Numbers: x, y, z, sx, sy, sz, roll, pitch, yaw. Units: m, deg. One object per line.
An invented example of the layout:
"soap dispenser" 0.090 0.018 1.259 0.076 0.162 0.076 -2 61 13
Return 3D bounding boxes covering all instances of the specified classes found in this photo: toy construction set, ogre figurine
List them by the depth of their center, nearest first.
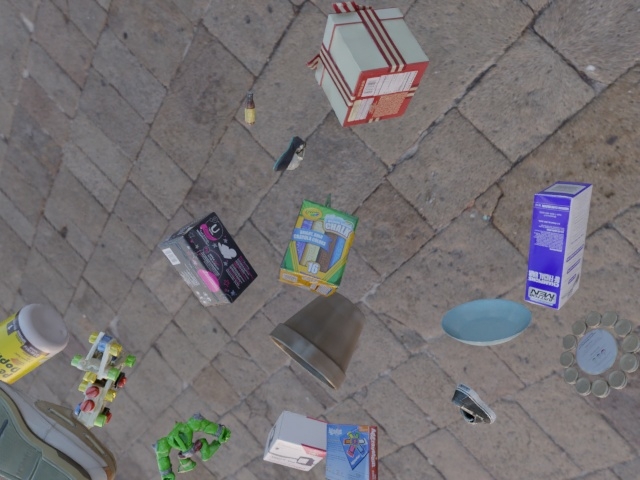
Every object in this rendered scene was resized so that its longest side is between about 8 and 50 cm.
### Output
"ogre figurine" -0.345 0.532 1.142 0.197 0.097 0.118 -27 105 3
"toy construction set" -0.616 0.406 1.155 0.151 0.328 0.215 33 165 2

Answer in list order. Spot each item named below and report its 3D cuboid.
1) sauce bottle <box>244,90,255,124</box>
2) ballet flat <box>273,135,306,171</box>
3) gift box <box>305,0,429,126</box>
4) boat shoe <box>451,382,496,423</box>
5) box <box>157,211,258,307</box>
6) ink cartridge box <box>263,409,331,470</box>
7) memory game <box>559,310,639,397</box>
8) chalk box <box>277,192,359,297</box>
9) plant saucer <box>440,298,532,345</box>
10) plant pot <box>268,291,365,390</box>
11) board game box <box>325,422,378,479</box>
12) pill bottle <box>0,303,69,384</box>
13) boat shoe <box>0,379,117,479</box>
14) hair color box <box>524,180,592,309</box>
"sauce bottle" -0.278 -0.523 1.727 0.042 0.042 0.128 25 133 16
"ballet flat" -0.095 -0.289 1.491 0.074 0.203 0.074 11 133 12
"gift box" 0.119 -0.517 1.269 0.255 0.276 0.258 118 134 -57
"boat shoe" 0.438 0.489 1.267 0.219 0.070 0.077 46 162 -32
"box" -0.340 0.062 1.333 0.163 0.142 0.247 -14 114 43
"ink cartridge box" -0.080 0.676 1.465 0.171 0.100 0.237 18 137 -6
"memory game" 0.573 0.232 0.904 0.012 0.186 0.186 23 123 -11
"chalk box" 0.000 0.000 1.338 0.179 0.289 0.180 20 162 -2
"plant saucer" 0.373 0.191 0.985 0.194 0.195 0.038 -6 107 30
"plant pot" 0.014 0.349 1.645 0.323 0.280 0.323 34 161 13
"board game box" 0.075 0.553 1.128 0.027 0.145 0.281 8 157 -18
"pill bottle" -0.650 0.233 0.908 0.215 0.117 0.117 -34 93 1
"boat shoe" -0.483 0.336 0.745 0.302 0.103 0.113 37 97 11
"hair color box" 0.704 0.010 1.296 0.110 0.185 0.339 13 116 44
